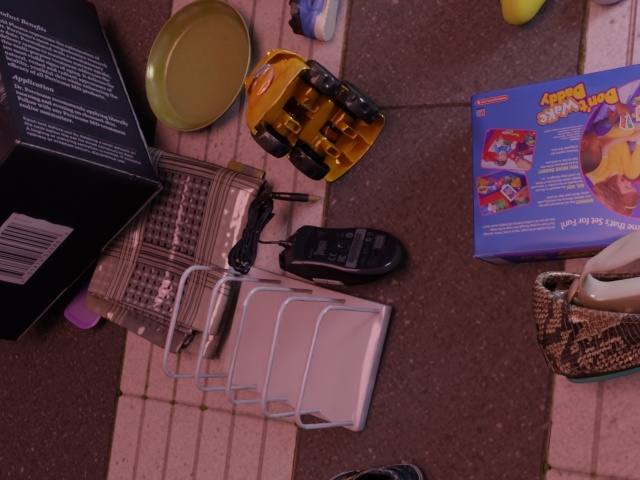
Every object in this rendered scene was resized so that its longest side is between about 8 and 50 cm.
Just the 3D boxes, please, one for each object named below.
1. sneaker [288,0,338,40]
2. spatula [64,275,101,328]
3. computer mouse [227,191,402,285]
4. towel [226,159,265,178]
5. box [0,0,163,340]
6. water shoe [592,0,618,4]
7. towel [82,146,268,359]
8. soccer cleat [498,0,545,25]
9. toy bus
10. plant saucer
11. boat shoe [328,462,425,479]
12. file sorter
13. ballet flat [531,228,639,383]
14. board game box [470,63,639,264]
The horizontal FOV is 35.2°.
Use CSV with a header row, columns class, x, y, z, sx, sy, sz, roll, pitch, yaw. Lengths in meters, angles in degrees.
class,x,y,z,sx,sy,sz,roll,pitch,yaw
sneaker,-0.008,-0.406,1.648,0.085,0.058,0.152,16,97,27
spatula,-0.377,0.023,1.836,0.084,0.030,0.296,30,98,33
computer mouse,0.000,0.000,1.555,0.262,0.060,0.184,1,44,10
towel,-0.133,-0.100,1.705,0.083,0.009,0.060,18,91,35
box,-0.587,-0.155,1.808,0.480,0.297,0.471,-43,52,26
water shoe,0.428,-0.401,1.335,0.203,0.080,0.073,-40,61,22
towel,-0.261,0.015,1.721,0.312,0.056,0.324,18,93,30
soccer cleat,0.345,-0.425,1.392,0.121,0.093,0.289,32,100,27
toy bus,-0.040,-0.222,1.546,0.149,0.220,0.211,-47,53,14
plant saucer,-0.209,-0.306,1.779,0.241,0.037,0.240,-7,78,34
boat shoe,0.053,0.357,1.447,0.183,0.083,0.065,-24,69,29
file sorter,-0.071,0.156,1.511,0.278,0.173,0.192,14,93,35
ballet flat,0.463,0.056,1.159,0.483,0.164,0.182,-11,109,34
board game box,0.371,-0.099,1.320,0.347,0.078,0.233,-6,78,33
